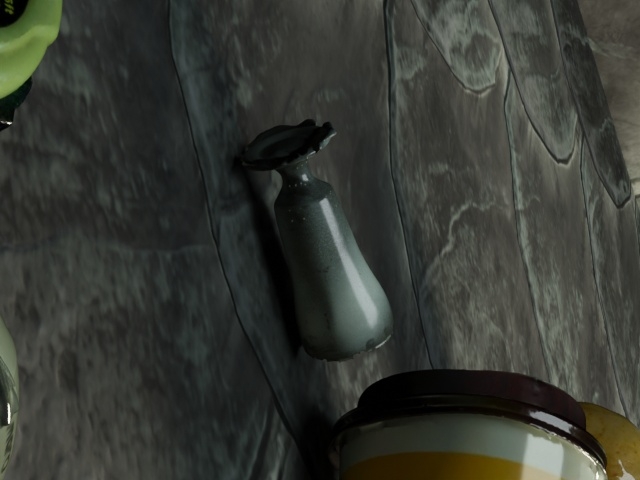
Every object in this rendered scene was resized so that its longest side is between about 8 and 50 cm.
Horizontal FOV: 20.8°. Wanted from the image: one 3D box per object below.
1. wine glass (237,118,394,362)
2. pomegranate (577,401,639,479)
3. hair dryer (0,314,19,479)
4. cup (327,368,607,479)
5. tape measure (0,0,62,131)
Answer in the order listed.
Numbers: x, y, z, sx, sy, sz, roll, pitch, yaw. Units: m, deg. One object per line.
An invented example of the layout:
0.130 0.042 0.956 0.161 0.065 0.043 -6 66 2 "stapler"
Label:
0.000 0.000 1.197 0.072 0.072 0.155 -64 139 -62 "wine glass"
0.206 0.223 1.506 0.196 0.196 0.196 -11 90 -72 "pomegranate"
-0.173 0.043 0.586 0.225 0.088 0.219 -49 147 -62 "hair dryer"
0.090 0.235 1.173 0.196 0.196 0.279 52 41 -55 "cup"
-0.175 -0.116 0.710 0.154 0.087 0.177 15 63 -57 "tape measure"
